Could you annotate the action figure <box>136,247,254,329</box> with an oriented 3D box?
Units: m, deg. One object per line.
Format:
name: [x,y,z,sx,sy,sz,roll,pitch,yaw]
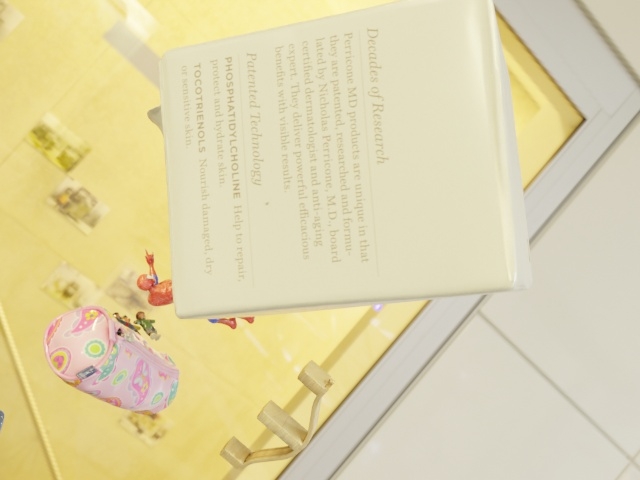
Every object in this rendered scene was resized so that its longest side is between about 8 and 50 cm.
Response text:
action figure: [-0.258,0.087,1.418,0.280,0.091,0.139,24,52,-49]

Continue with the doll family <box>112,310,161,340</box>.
doll family: [-0.503,0.222,1.762,0.111,0.076,0.193,47,16,30]

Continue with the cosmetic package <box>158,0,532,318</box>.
cosmetic package: [0.052,-0.077,0.903,0.393,0.328,0.329,-6,-6,18]

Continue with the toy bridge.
toy bridge: [-0.040,0.208,0.782,0.063,0.188,0.026,42,31,-1]

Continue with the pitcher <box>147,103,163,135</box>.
pitcher: [-0.222,-0.156,1.295,0.207,0.125,0.178,63,9,-2]

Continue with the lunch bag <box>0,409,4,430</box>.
lunch bag: [-0.710,0.402,1.467,0.067,0.065,0.098,17,41,-18]

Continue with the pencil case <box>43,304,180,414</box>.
pencil case: [-0.323,0.198,1.117,0.124,0.124,0.284,40,-13,25]
